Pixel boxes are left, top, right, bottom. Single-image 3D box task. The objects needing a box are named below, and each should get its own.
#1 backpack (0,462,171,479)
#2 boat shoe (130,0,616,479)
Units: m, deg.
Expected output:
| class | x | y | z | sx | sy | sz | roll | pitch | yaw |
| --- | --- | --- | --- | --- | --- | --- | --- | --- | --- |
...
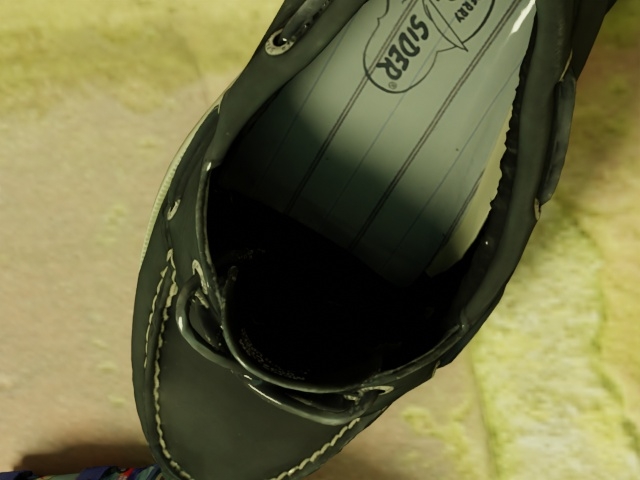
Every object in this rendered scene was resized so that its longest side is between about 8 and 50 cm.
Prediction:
| class | x | y | z | sx | sy | sz | roll | pitch | yaw |
| --- | --- | --- | --- | --- | --- | --- | --- | --- | --- |
| backpack | -0.076 | 0.179 | 0.670 | 0.173 | 0.117 | 0.158 | -9 | 120 | 23 |
| boat shoe | 0.004 | 0.002 | 0.525 | 0.127 | 0.113 | 0.340 | 32 | 127 | -6 |
